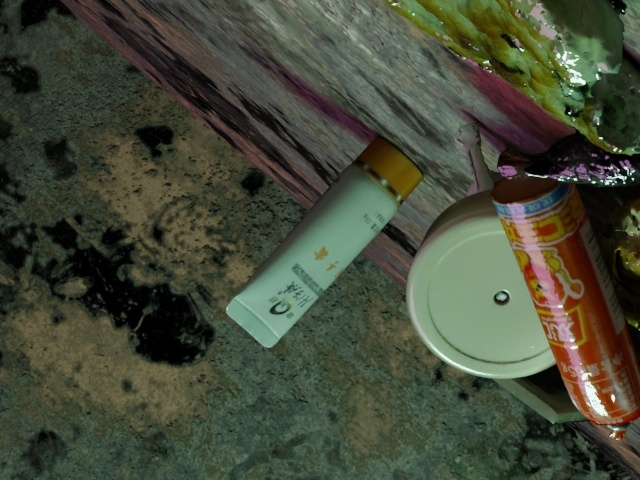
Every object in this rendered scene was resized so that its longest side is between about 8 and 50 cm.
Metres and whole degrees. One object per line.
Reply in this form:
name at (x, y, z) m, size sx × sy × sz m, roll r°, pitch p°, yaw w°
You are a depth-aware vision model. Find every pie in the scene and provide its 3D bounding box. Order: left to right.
pie at (0.120, -0.175, 1.220) m, size 0.302 × 0.067 × 0.302 m, roll 39°, pitch 176°, yaw 3°
pie at (0.341, 0.070, 1.479) m, size 0.308 × 0.085 × 0.308 m, roll 48°, pitch 177°, yaw 3°

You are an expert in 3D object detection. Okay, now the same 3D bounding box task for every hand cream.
hand cream at (0.000, 0.000, 2.241) m, size 0.089 × 0.314 × 0.140 m, roll 41°, pitch 179°, yaw 35°

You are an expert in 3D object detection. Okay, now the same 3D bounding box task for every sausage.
sausage at (0.227, 0.061, 1.490) m, size 0.074 × 0.074 × 0.274 m, roll 32°, pitch 149°, yaw 63°

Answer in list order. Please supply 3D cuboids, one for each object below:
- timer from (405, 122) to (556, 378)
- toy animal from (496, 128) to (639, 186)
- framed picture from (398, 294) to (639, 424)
timer at (0.175, -0.003, 1.651) m, size 0.175 × 0.175 × 0.266 m, roll 42°, pitch -158°, yaw -14°
toy animal at (0.225, -0.063, 1.317) m, size 0.202 × 0.105 × 0.070 m, roll 20°, pitch 125°, yaw 65°
framed picture at (0.279, 0.113, 1.727) m, size 0.335 × 0.022 × 0.247 m, roll 1°, pitch -157°, yaw -37°
